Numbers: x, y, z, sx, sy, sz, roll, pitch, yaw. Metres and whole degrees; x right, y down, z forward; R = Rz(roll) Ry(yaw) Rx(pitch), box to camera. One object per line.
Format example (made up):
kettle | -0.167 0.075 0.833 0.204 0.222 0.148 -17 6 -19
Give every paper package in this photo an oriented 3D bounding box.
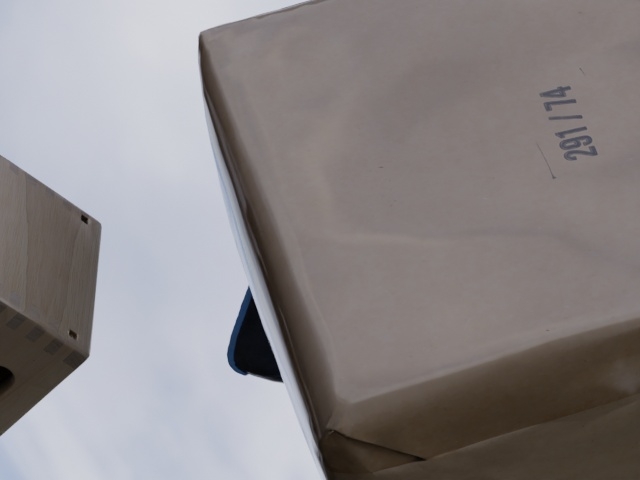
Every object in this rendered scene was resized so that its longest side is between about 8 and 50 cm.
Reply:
paper package | 0.114 -0.003 1.042 0.168 0.310 0.325 80 -7 -45

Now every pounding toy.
pounding toy | -0.218 0.038 1.144 0.094 0.181 0.206 36 28 -26

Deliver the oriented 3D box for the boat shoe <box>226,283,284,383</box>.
boat shoe | 0.000 0.000 1.528 0.089 0.109 0.258 20 -58 1
